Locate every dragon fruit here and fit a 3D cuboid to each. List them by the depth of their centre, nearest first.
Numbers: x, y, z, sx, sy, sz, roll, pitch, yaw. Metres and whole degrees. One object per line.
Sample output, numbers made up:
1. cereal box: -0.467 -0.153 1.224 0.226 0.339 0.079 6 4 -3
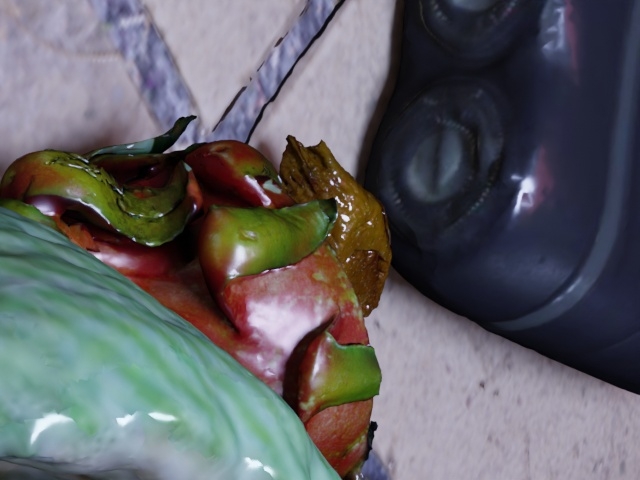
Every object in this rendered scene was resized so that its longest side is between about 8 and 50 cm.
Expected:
1. dragon fruit: -0.054 0.027 0.649 0.175 0.138 0.142 17 56 -36

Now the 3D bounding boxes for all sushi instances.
1. sushi: 0.000 0.000 0.775 0.050 0.047 0.099 -41 146 -31

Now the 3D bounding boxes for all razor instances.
1. razor: 0.149 -0.033 0.933 0.349 0.113 0.204 24 72 -55

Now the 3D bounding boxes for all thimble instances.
1. thimble: -0.105 0.096 0.491 0.219 0.150 0.219 -19 122 -32
